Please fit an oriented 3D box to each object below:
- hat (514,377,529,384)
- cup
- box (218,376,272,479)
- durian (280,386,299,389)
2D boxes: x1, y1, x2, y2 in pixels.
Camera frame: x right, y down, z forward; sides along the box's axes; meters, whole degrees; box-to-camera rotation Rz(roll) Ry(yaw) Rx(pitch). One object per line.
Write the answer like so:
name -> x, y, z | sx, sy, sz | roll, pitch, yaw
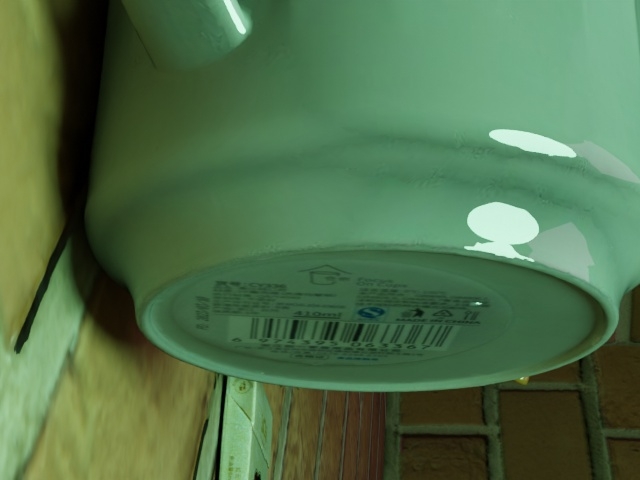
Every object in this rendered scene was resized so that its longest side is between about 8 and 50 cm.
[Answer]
hat -> 0.127, 0.043, 1.275 | 0.244, 0.233, 0.233 | -48, 165, 27
cup -> 0.003, -0.127, 0.559 | 0.323, 0.236, 0.327 | 30, 55, -50
box -> -0.053, 0.178, 0.893 | 0.090, 0.024, 0.167 | 80, 12, -62
durian -> 0.000, 0.000, 0.864 | 0.237, 0.137, 0.193 | -73, 162, -71
